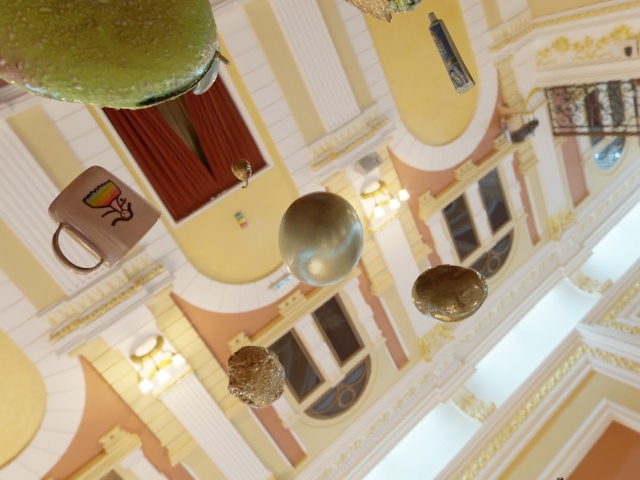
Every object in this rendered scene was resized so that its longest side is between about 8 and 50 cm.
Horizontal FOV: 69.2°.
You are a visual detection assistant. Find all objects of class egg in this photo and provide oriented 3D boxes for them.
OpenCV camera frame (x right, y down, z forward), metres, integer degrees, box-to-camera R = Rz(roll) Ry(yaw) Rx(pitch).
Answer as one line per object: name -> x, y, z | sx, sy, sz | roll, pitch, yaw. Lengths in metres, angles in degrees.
egg -> -0.137, 0.285, 0.978 | 0.116, 0.140, 0.118 | -35, -174, 24
egg -> 0.000, 0.000, 1.401 | 0.259, 0.352, 0.258 | 3, -120, -5

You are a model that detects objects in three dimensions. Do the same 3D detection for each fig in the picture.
fig -> -0.202, -0.172, 1.207 | 0.050, 0.083, 0.050 | -4, -144, 3

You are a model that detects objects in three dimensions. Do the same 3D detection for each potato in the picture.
potato -> 0.398, 0.163, 1.439 | 0.235, 0.178, 0.160 | -25, -151, 23

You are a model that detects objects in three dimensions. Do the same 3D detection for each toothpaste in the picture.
toothpaste -> 0.296, -0.434, 1.071 | 0.035, 0.197, 0.057 | -30, -175, -28

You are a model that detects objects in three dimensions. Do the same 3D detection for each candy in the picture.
candy -> 0.280, -0.628, 1.045 | 0.306, 0.083, 0.091 | -31, -149, 20

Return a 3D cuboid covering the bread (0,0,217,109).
bread -> -0.261, -0.273, 0.525 | 0.301, 0.301, 0.045 | -45, 180, -34

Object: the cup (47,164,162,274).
cup -> -0.550, -0.041, 1.136 | 0.192, 0.200, 0.252 | -20, -148, 50

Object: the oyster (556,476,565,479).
oyster -> 0.384, 0.443, 0.771 | 0.053, 0.165, 0.108 | 30, -125, 18

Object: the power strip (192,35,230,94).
power strip -> -0.227, -0.333, 0.748 | 0.044, 0.216, 0.137 | -43, 172, -44

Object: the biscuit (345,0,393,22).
biscuit -> 0.066, -0.524, 0.926 | 0.176, 0.228, 0.031 | 28, -86, 19
